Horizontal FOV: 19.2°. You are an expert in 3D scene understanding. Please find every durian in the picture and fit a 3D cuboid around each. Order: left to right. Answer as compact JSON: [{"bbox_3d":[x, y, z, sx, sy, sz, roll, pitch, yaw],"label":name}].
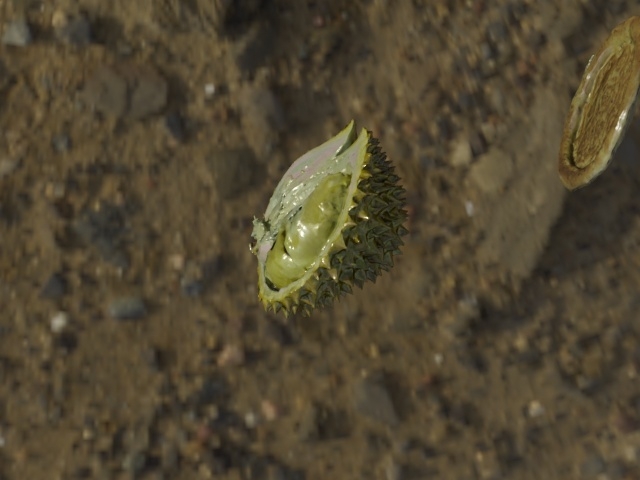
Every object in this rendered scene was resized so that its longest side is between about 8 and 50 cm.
[{"bbox_3d":[0.000,0.000,1.493,0.102,0.146,0.208,28,157,-23],"label":"durian"}]

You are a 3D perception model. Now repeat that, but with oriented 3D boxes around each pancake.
[{"bbox_3d":[0.173,-0.084,1.153,0.011,0.115,0.115,21,117,-12],"label":"pancake"}]
